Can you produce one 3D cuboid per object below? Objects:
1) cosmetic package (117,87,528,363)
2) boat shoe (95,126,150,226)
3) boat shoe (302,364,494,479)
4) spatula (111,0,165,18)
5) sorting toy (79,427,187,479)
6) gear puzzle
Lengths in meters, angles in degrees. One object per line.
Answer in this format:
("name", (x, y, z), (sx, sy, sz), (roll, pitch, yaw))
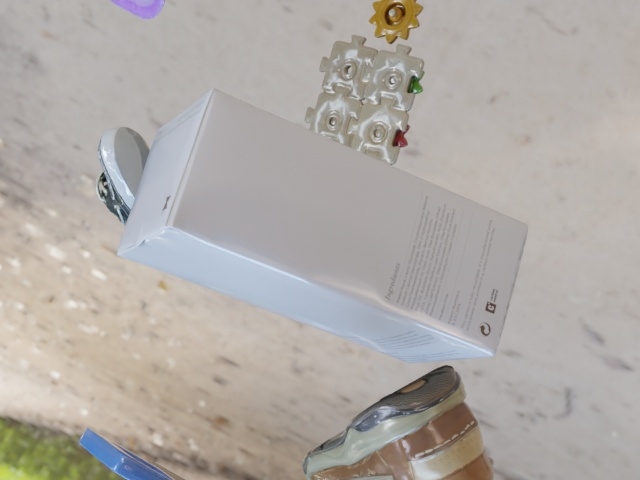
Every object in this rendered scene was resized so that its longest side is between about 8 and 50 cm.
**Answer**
("cosmetic package", (0.000, 0.000, 1.258), (0.366, 0.155, 0.197), (23, 164, -20))
("boat shoe", (-0.226, -0.057, 1.445), (0.070, 0.077, 0.219), (-1, 149, 14))
("boat shoe", (0.070, 0.212, 1.113), (0.120, 0.123, 0.324), (59, 163, 10))
("spatula", (-0.154, -0.299, 0.888), (0.084, 0.030, 0.296), (33, 145, 37))
("sorting toy", (-0.013, 0.221, 0.758), (0.196, 0.047, 0.348), (21, 165, 45))
("gear puzzle", (0.071, -0.209, 1.797), (0.176, 0.338, 0.044), (18, -176, 33))
